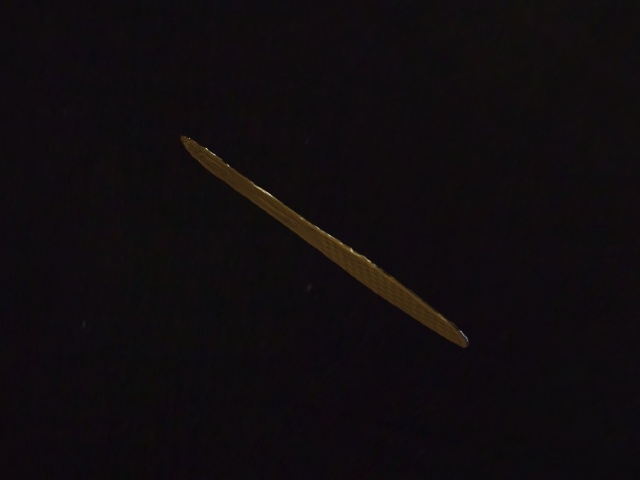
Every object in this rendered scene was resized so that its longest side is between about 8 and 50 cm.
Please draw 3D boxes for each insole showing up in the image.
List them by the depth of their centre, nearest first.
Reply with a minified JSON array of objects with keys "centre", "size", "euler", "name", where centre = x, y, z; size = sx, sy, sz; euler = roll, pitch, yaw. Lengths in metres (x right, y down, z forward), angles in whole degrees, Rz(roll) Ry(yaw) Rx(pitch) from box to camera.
[{"centre":[0.000,0.000,0.605],"size":[0.135,0.045,0.002],"euler":[36,-100,16],"name":"insole"}]
